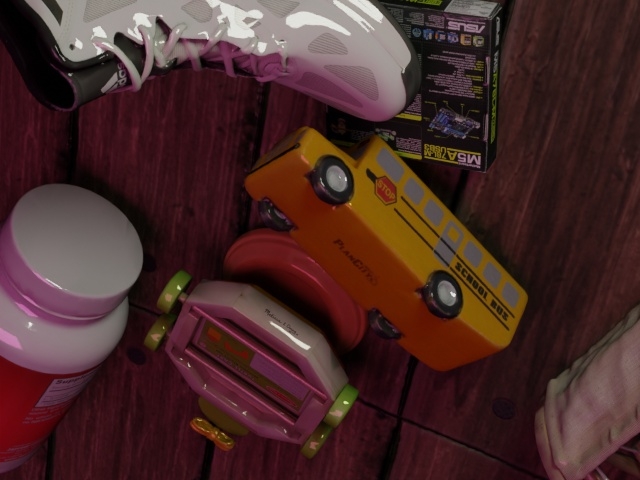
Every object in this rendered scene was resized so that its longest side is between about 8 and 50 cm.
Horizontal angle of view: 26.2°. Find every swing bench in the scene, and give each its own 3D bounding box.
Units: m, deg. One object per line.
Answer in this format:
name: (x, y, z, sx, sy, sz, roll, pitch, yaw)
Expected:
swing bench: (0.393, 0.202, 1.491, 0.255, 0.165, 0.253, 38, 130, 1)

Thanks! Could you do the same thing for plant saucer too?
plant saucer: (-0.036, 0.073, 1.692, 0.200, 0.037, 0.200, 18, 136, 19)

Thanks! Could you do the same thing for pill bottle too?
pill bottle: (-0.392, 0.117, 1.798, 0.229, 0.229, 0.407, 39, 130, -1)

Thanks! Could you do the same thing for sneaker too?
sneaker: (-0.135, -0.183, 1.359, 0.447, 0.257, 0.169, 28, 150, -3)

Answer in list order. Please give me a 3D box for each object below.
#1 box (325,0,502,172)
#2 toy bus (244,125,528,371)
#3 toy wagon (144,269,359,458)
box: (0.097, -0.174, 1.475, 0.191, 0.045, 0.184, 11, 128, 21)
toy bus: (0.076, 0.002, 1.510, 0.332, 0.130, 0.108, 45, 139, -17)
toy wagon: (-0.098, 0.172, 1.757, 0.267, 0.068, 0.344, 34, 149, 3)
